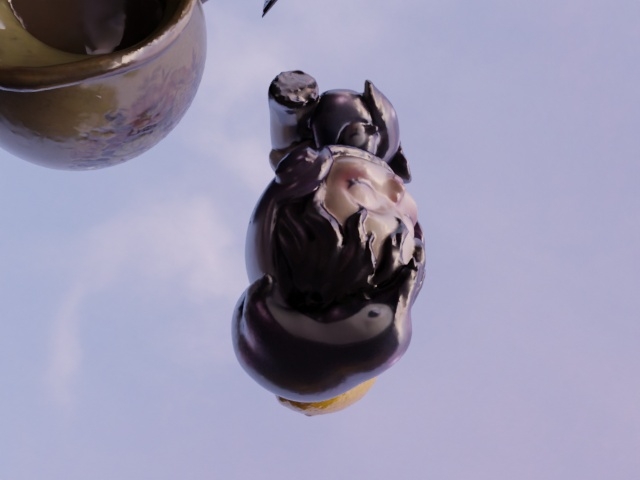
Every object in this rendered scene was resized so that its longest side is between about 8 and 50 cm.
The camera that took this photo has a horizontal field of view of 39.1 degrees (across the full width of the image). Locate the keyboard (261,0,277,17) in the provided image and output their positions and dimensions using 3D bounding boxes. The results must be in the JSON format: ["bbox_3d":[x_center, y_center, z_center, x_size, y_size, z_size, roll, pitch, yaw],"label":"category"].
[{"bbox_3d":[-0.046,-0.330,1.095,0.063,0.010,0.198,-46,-158,27],"label":"keyboard"}]

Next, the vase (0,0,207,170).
[{"bbox_3d":[-0.173,-0.215,0.788,0.329,0.302,0.241,-33,-87,-18],"label":"vase"}]

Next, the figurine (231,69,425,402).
[{"bbox_3d":[0.000,0.000,0.619,0.145,0.145,0.222,-17,-128,21],"label":"figurine"}]

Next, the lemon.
[{"bbox_3d":[0.006,0.135,1.003,0.114,0.155,0.114,9,-77,46],"label":"lemon"}]
